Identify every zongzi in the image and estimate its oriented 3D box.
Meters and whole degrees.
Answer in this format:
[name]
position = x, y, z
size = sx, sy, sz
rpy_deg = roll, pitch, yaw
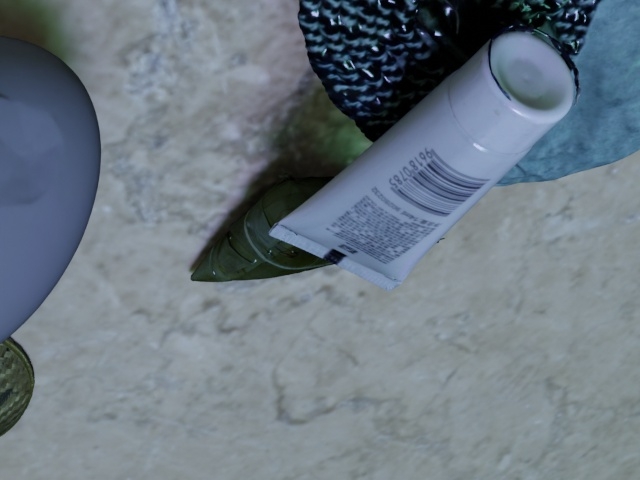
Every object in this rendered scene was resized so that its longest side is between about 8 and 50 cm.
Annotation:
[zongzi]
position = 0.000, 0.000, 1.088
size = 0.154, 0.062, 0.130
rpy_deg = 0, 154, -40

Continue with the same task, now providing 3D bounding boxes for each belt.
[belt]
position = 0.102, -0.145, 0.901
size = 0.207, 0.150, 0.257
rpy_deg = -31, 131, 30

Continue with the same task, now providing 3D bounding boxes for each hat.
[hat]
position = -0.269, 0.129, 1.076
size = 0.146, 0.067, 0.146
rpy_deg = -10, 133, -11

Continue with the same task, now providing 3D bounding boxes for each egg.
[egg]
position = -0.226, -0.019, 0.882
size = 0.232, 0.176, 0.176
rpy_deg = -37, 133, 11

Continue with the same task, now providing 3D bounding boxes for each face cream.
[face cream]
position = 0.060, -0.036, 0.881
size = 0.092, 0.058, 0.243
rpy_deg = 26, 146, -15
